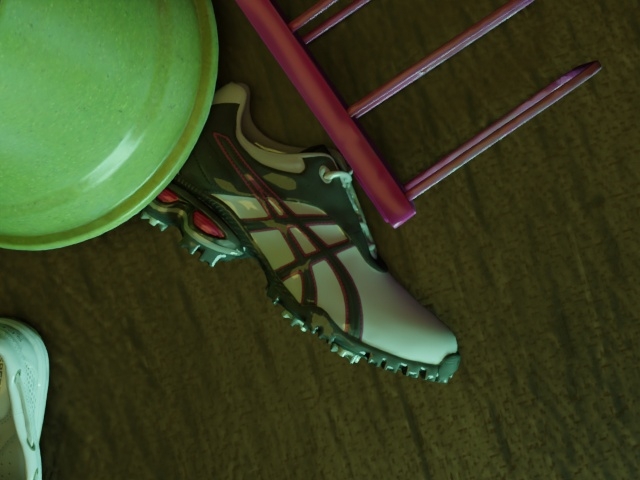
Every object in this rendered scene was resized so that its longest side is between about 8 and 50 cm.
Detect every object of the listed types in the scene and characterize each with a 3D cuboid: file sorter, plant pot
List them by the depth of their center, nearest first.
[{"bbox_3d":[-0.238,-0.147,1.291,0.276,0.254,0.276,-2,81,15],"label":"plant pot"},{"bbox_3d":[0.041,-0.182,1.335,0.182,0.202,0.290,-35,91,3],"label":"file sorter"}]

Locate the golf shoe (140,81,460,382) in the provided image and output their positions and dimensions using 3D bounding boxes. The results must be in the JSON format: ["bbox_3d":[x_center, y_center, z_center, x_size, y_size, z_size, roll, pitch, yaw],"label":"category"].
[{"bbox_3d":[0.000,0.000,1.395,0.273,0.105,0.120,35,97,0],"label":"golf shoe"}]

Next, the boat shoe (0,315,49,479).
[{"bbox_3d":[-0.254,0.198,1.428,0.098,0.096,0.277,0,94,2],"label":"boat shoe"}]
